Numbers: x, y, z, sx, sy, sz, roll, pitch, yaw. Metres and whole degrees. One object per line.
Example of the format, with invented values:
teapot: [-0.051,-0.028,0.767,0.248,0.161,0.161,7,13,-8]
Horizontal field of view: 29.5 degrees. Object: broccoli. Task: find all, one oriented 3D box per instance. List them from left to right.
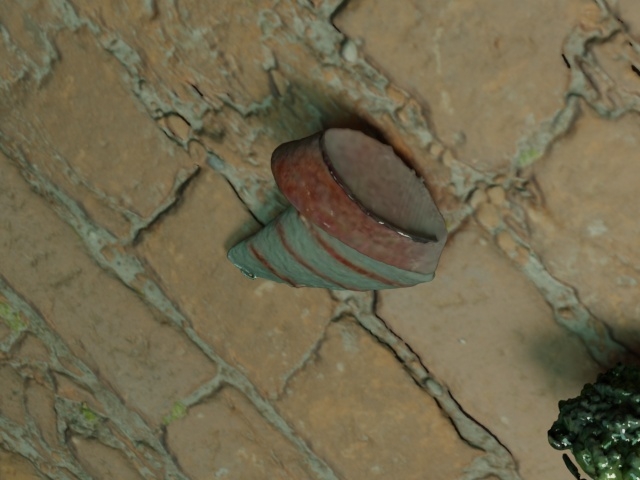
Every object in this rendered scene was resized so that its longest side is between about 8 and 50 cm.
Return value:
broccoli: [0.330,0.248,1.126,0.177,0.198,0.275,-25,119,-6]

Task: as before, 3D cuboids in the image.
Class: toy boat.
toy boat: [0.000,0.000,1.244,0.206,0.096,0.282,37,143,-14]
